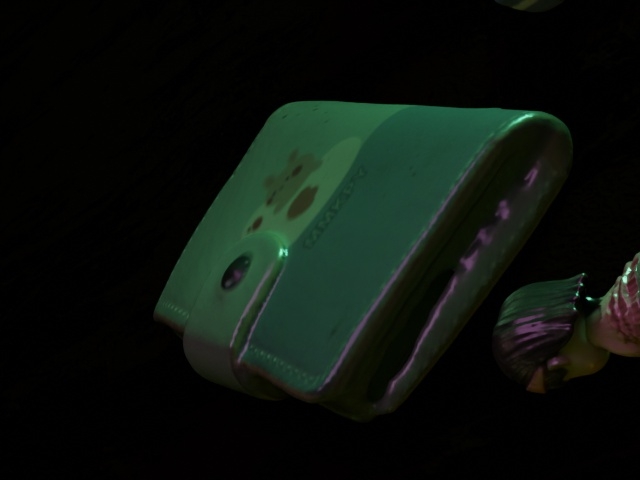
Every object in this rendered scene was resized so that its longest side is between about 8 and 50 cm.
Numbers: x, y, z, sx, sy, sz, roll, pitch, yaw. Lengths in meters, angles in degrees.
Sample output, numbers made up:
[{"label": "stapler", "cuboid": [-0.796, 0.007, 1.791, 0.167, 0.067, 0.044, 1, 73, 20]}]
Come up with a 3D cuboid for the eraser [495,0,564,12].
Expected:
[{"label": "eraser", "cuboid": [0.216, -0.238, 0.935, 0.225, 0.036, 0.082, -31, 36, 38]}]

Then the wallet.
[{"label": "wallet", "cuboid": [0.000, 0.000, 0.964, 0.252, 0.083, 0.360, -54, 25, -12]}]

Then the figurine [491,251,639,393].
[{"label": "figurine", "cuboid": [0.147, 0.036, 0.714, 0.129, 0.054, 0.072, -28, 32, 37]}]
